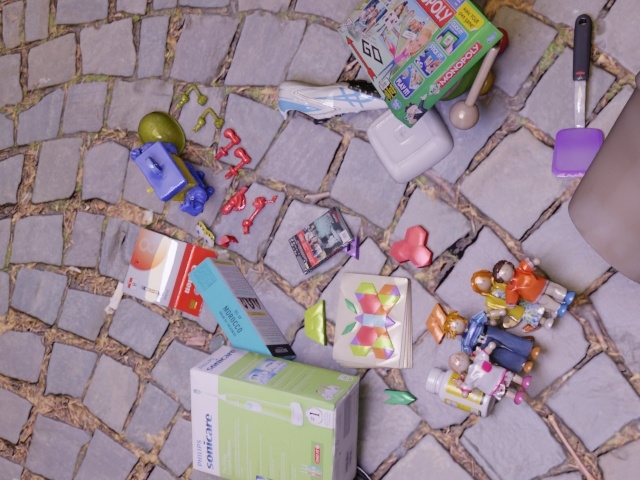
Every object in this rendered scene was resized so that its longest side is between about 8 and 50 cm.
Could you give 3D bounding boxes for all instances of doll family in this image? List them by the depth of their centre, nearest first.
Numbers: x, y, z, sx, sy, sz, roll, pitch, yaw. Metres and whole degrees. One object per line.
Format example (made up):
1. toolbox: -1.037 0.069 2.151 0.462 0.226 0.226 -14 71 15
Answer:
1. doll family: 0.301 0.144 1.452 0.163 0.118 0.262 26 92 3

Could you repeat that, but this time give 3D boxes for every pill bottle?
1. pill bottle: 0.247 0.263 1.499 0.116 0.065 0.065 17 91 23

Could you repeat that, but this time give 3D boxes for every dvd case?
1. dvd case: 0.000 0.000 1.652 0.119 0.013 0.087 -37 56 16

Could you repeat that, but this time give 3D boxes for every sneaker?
1. sneaker: 0.030 -0.267 1.653 0.237 0.085 0.086 5 112 21

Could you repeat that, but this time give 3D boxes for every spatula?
1. spatula: 0.454 -0.254 1.488 0.084 0.030 0.296 2 84 22

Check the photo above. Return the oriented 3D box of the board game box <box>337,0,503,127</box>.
1. board game box: 0.161 -0.365 1.492 0.213 0.046 0.317 -46 41 19

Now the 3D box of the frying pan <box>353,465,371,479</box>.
1. frying pan: -0.032 0.507 1.598 0.326 0.053 0.197 -6 80 24

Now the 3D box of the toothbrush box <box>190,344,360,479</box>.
1. toothbrush box: -0.082 0.327 1.522 0.283 0.122 0.206 8 109 22

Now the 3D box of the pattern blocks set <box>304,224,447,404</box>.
1. pattern blocks set: 0.101 0.149 1.596 0.286 0.026 0.324 -12 80 22

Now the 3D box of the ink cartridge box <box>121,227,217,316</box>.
1. ink cartridge box: -0.317 0.067 1.776 0.179 0.045 0.145 18 92 26

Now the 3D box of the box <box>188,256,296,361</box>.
1. box: -0.153 0.147 1.665 0.060 0.100 0.244 -41 70 16

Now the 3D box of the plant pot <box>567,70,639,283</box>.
1. plant pot: 0.545 -0.090 1.307 0.323 0.323 0.280 51 121 20

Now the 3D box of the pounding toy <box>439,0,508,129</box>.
1. pounding toy: 0.282 -0.314 1.519 0.236 0.110 0.183 -102 29 -48

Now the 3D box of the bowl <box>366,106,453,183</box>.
1. bowl: 0.161 -0.195 1.596 0.142 0.053 0.142 -34 71 15

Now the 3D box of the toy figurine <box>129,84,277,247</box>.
1. toy figurine: -0.280 -0.166 1.692 0.191 0.217 0.362 -38 72 15

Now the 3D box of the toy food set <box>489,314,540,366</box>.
1. toy food set: 0.338 0.169 1.497 0.122 0.019 0.078 -43 70 5
